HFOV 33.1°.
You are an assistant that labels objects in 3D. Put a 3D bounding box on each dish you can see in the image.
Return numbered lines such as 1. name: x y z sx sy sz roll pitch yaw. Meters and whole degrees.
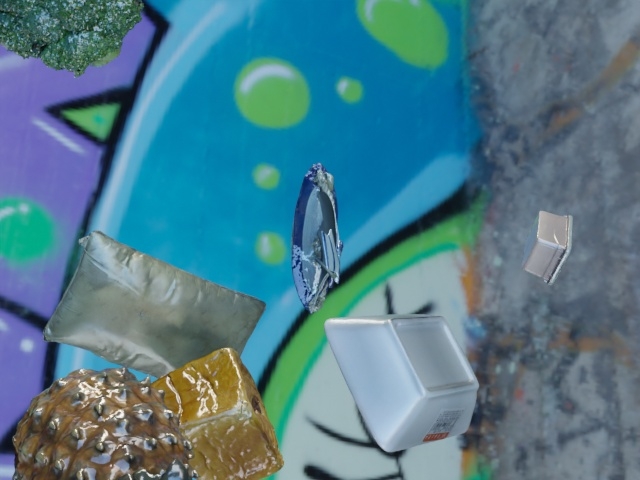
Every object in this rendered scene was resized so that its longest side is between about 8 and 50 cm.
1. dish: 0.115 0.136 1.174 0.064 0.234 0.154 -36 69 27

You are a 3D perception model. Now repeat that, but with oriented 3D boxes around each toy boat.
1. toy boat: -0.002 0.025 1.562 0.292 0.070 0.210 -101 12 -61

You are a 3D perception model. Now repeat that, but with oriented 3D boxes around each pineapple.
1. pineapple: -0.142 0.228 0.799 0.170 0.141 0.310 -57 35 10

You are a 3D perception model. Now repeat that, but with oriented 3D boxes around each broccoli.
1. broccoli: -0.400 -0.372 1.722 0.270 0.269 0.270 65 -158 -64

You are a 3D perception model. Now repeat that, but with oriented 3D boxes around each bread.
1. bread: -0.148 0.253 1.499 0.143 0.158 0.149 -27 34 3

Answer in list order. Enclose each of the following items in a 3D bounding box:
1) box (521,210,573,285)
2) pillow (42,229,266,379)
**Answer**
1. box: 0.392 0.008 1.858 0.122 0.062 0.089 -66 -4 -55
2. pillow: -0.249 0.119 1.608 0.185 0.302 0.075 -63 19 8
